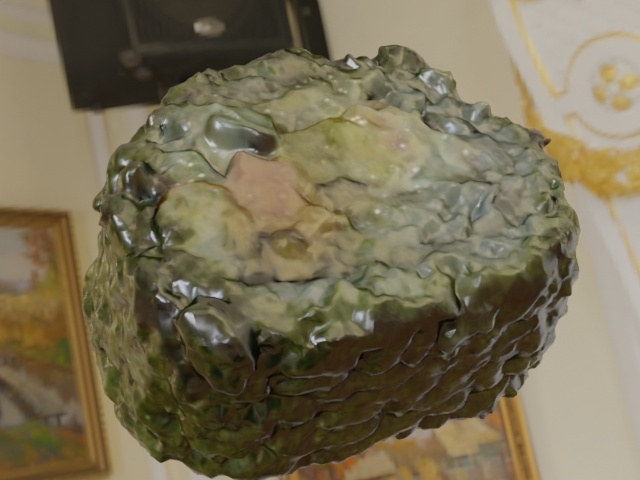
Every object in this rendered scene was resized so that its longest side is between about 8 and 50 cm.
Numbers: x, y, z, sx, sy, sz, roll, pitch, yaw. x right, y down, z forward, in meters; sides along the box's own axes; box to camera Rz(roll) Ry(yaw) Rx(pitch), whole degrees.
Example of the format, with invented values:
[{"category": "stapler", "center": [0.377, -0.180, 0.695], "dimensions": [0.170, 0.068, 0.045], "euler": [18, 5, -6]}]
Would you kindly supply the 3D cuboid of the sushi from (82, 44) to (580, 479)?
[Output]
[{"category": "sushi", "center": [0.000, 0.000, 0.903], "dimensions": [0.352, 0.294, 0.178], "euler": [-15, -39, -28]}]
